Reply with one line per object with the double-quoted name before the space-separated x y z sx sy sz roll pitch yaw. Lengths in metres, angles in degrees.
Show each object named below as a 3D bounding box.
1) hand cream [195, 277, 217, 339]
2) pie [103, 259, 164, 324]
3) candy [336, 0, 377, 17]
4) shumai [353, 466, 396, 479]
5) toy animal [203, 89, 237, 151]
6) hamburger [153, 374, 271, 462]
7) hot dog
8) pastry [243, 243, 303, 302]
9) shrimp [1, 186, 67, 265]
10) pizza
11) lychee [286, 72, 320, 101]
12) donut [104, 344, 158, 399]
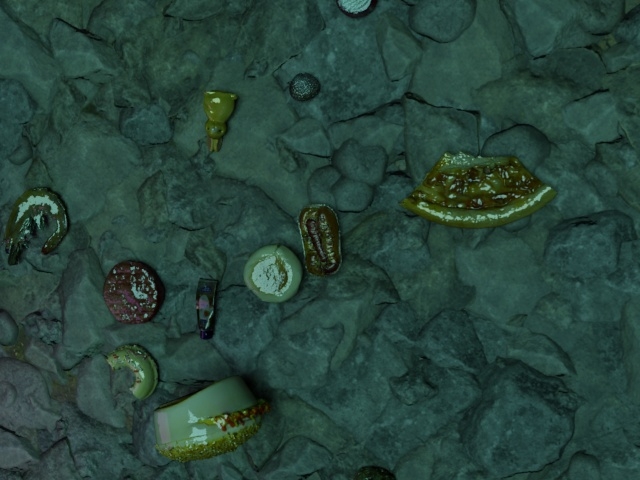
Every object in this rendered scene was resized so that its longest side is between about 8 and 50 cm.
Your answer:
"hand cream" -0.307 0.185 1.820 0.062 0.039 0.163 5 98 30
"pie" -0.517 0.144 1.860 0.183 0.049 0.182 2 97 14
"candy" 0.086 -0.582 1.601 0.103 0.043 0.103 2 99 14
"shumai" 0.140 0.650 1.749 0.124 0.087 0.098 10 99 11
"toy animal" -0.262 -0.301 1.722 0.083 0.070 0.159 13 106 10
"hamburger" -0.287 0.467 1.735 0.294 0.276 0.179 -25 81 21
"hot dog" 0.000 0.000 1.705 0.108 0.059 0.191 -7 99 20
"pastry" -0.117 0.084 1.728 0.157 0.092 0.156 2 100 11
"shrimp" -0.803 -0.030 1.908 0.173 0.058 0.253 20 101 2
"pizza" 0.365 -0.118 1.583 0.366 0.074 0.182 3 108 13
"lychee" -0.042 -0.376 1.656 0.083 0.068 0.067 8 141 10
"donut" -0.517 0.360 1.883 0.108 0.065 0.166 -37 88 16
